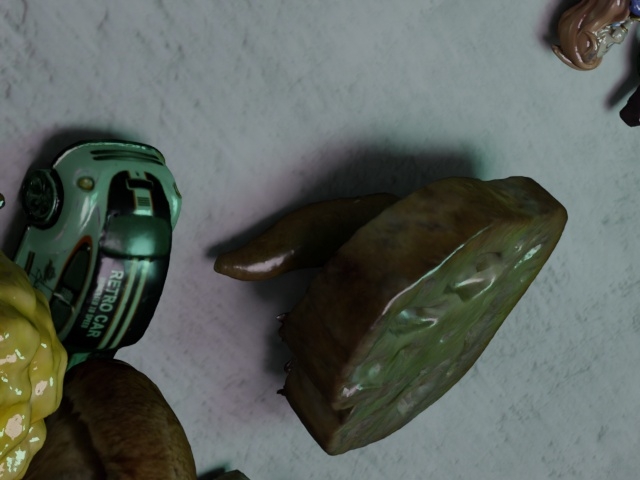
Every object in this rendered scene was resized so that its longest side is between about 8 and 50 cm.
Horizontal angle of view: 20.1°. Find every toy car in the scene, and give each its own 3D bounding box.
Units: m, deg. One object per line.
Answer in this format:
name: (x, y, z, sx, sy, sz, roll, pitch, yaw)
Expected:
toy car: (-0.224, 0.054, 1.695, 0.136, 0.125, 0.306, 3, 118, -46)

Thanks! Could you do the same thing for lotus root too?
lotus root: (0.114, 0.069, 1.983, 0.375, 0.111, 0.390, -42, 158, -10)

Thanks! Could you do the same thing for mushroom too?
mushroom: (-0.223, 0.223, 1.602, 0.267, 0.267, 0.254, -48, 139, 0)

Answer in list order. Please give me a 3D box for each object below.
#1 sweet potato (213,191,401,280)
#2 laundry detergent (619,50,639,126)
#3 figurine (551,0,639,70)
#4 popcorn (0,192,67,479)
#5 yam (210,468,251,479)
sweet potato: (0.000, 0.000, 1.904, 0.244, 0.077, 0.077, -17, 133, -38)
laundry detergent: (0.432, -0.226, 2.131, 0.222, 0.078, 0.144, -44, 141, -2)
figurine: (0.322, -0.256, 1.985, 0.157, 0.126, 0.114, -20, 109, 21)
popcorn: (-0.379, 0.122, 1.422, 0.349, 0.349, 0.381, 33, 69, -52)
yam: (-0.186, 0.328, 2.021, 0.253, 0.061, 0.061, -21, 135, -29)
